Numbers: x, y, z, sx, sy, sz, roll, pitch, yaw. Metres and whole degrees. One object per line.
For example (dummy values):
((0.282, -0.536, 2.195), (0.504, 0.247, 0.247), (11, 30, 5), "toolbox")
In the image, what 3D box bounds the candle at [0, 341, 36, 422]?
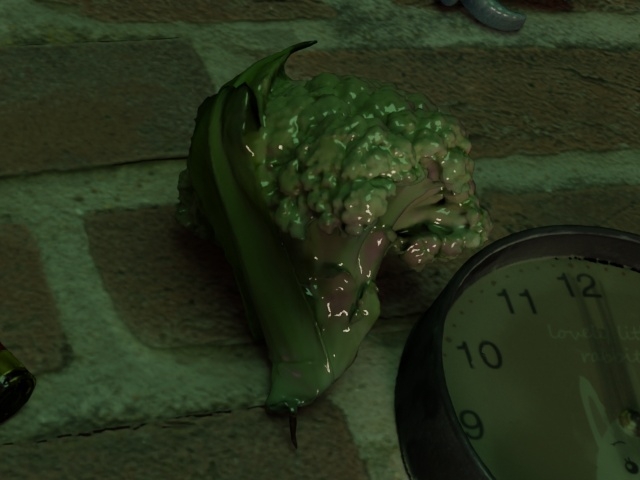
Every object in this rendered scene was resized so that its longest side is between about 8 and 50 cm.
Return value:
((-0.263, 0.073, 1.119), (0.131, 0.052, 0.052), (42, 47, 18), "candle")

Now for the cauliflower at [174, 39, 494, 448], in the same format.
((0.000, 0.000, 1.209), (0.256, 0.315, 0.239), (4, 2, 21), "cauliflower")

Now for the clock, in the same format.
((0.251, 0.148, 1.249), (0.386, 0.076, 0.386), (12, 46, -13), "clock")

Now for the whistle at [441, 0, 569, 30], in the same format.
((0.159, -0.312, 1.623), (0.269, 0.093, 0.180), (12, 70, -13), "whistle")
